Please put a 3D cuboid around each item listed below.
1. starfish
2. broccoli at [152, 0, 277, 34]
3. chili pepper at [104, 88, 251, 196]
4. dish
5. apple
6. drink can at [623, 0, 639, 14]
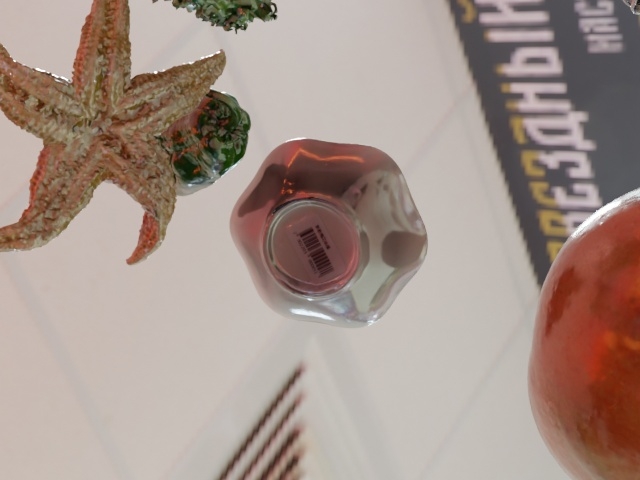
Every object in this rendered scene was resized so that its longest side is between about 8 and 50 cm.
[{"bbox_3d":[-0.181,-0.097,1.128,0.277,0.062,0.236,-42,-71,-21],"label":"starfish"},{"bbox_3d":[-0.052,-0.253,1.118,0.219,0.194,0.194,-37,-50,-6],"label":"broccoli"},{"bbox_3d":[-0.144,-0.089,1.346,0.074,0.257,0.100,-37,-72,-41],"label":"chili pepper"},{"bbox_3d":[0.000,0.000,1.305,0.066,0.190,0.191,-43,-50,-70],"label":"dish"},{"bbox_3d":[0.361,0.111,1.236,0.338,0.305,0.338,-25,-51,-34],"label":"apple"},{"bbox_3d":[0.307,-0.364,1.555,0.097,0.097,0.235,-12,-118,-52],"label":"drink can"}]
